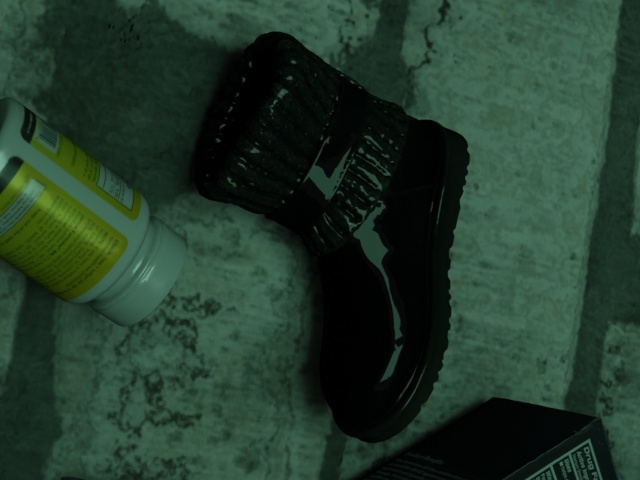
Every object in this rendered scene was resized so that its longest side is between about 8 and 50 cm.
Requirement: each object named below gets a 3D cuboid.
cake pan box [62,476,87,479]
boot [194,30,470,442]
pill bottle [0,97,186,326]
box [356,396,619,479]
[{"bbox_3d":[-0.154,0.364,1.501,0.246,0.070,0.267,22,79,-34],"label":"cake pan box"},{"bbox_3d":[-0.003,-0.001,1.547,0.260,0.131,0.348,22,68,-38],"label":"boot"},{"bbox_3d":[-0.226,-0.020,1.414,0.208,0.119,0.119,38,71,-27],"label":"pill bottle"},{"bbox_3d":[0.163,0.359,1.635,0.294,0.183,0.296,-26,107,-29],"label":"box"}]
